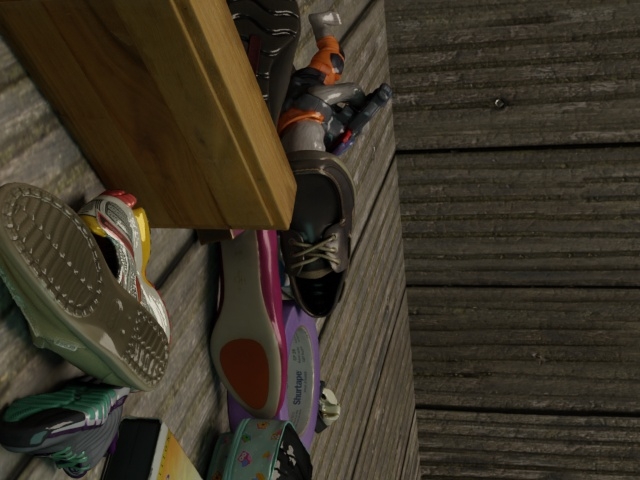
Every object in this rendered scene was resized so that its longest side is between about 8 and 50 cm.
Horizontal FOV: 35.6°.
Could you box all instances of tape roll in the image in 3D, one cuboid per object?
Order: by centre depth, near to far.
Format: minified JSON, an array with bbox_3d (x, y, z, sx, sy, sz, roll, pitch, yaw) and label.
[{"bbox_3d":[-0.074,0.238,1.698,0.275,0.090,0.275,-1,90,-78],"label":"tape roll"}]

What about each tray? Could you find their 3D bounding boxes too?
[{"bbox_3d":[-0.171,-0.144,1.051,0.411,0.202,0.076,69,25,-56],"label":"tray"}]

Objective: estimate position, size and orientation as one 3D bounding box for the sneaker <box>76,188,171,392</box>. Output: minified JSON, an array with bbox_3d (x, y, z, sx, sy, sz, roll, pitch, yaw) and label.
[{"bbox_3d":[-0.230,0.063,1.088,0.092,0.088,0.225,-39,121,-62],"label":"sneaker"}]

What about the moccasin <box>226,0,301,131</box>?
[{"bbox_3d":[-0.108,-0.229,1.445,0.147,0.139,0.380,139,-43,-55],"label":"moccasin"}]

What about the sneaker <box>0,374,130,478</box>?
[{"bbox_3d":[-0.247,0.200,0.992,0.223,0.083,0.098,-10,104,-77],"label":"sneaker"}]

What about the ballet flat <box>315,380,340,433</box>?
[{"bbox_3d":[0.003,0.344,2.060,0.203,0.074,0.074,73,21,-51],"label":"ballet flat"}]

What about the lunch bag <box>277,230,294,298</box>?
[{"bbox_3d":[-0.019,0.033,1.942,0.219,0.090,0.176,45,49,-70],"label":"lunch bag"}]

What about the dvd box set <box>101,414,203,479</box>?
[{"bbox_3d":[-0.192,0.452,1.249,0.420,0.062,0.308,73,20,-50],"label":"dvd box set"}]

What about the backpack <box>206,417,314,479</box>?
[{"bbox_3d":[-0.091,0.353,1.491,0.188,0.144,0.166,84,19,-55],"label":"backpack"}]

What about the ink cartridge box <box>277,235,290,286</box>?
[{"bbox_3d":[-0.077,0.035,1.768,0.122,0.052,0.089,-2,92,-75],"label":"ink cartridge box"}]

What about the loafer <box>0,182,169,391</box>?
[{"bbox_3d":[-0.250,0.059,0.969,0.269,0.092,0.102,59,30,-34],"label":"loafer"}]

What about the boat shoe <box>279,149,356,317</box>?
[{"bbox_3d":[0.000,0.000,1.567,0.355,0.132,0.130,78,5,-54],"label":"boat shoe"}]

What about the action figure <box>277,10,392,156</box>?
[{"bbox_3d":[-0.050,-0.200,1.665,0.178,0.341,0.330,31,28,-23],"label":"action figure"}]

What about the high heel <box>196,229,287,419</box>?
[{"bbox_3d":[-0.090,0.077,1.528,0.181,0.127,0.377,-37,123,-60],"label":"high heel"}]
